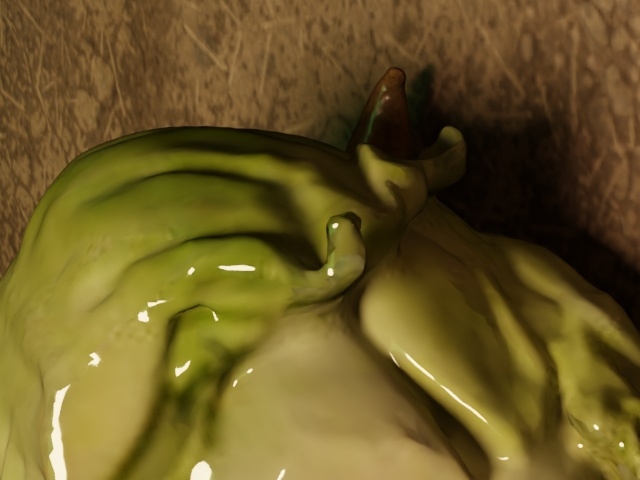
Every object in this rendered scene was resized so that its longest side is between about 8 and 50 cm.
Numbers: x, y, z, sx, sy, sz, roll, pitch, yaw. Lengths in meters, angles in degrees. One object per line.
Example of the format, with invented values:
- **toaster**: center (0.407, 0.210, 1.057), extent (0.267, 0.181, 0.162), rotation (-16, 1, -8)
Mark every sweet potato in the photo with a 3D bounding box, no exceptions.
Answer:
- **sweet potato**: center (0.000, 0.000, 1.108), extent (0.281, 0.059, 0.067), rotation (-44, 44, 51)

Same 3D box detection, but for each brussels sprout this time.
- **brussels sprout**: center (-0.007, 0.151, 0.940), extent (0.361, 0.342, 0.425), rotation (-138, 43, -81)
